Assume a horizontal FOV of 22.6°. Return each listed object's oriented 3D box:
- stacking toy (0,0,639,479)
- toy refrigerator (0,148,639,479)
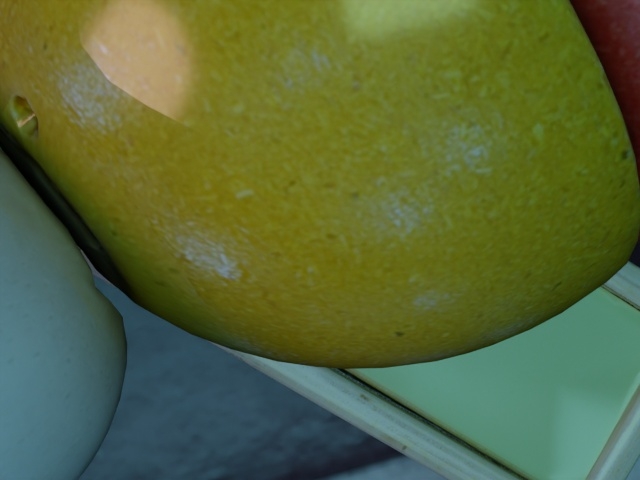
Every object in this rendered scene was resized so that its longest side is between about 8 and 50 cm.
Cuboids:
[{"bbox_3d":[0.023,-0.087,0.422,0.480,0.350,0.350,-38,101,-14],"label":"stacking toy"},{"bbox_3d":[0.000,0.000,0.583,0.269,0.094,0.102,32,89,-11],"label":"toy refrigerator"}]
